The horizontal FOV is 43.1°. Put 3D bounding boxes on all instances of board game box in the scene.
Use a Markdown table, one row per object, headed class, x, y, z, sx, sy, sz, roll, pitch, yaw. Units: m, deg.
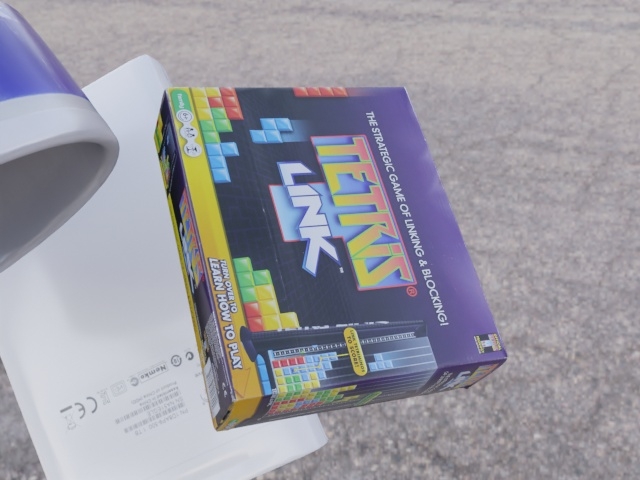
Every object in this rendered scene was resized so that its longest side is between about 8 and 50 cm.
| class | x | y | z | sx | sy | sz | roll | pitch | yaw |
| --- | --- | --- | --- | --- | --- | --- | --- | --- | --- |
| board game box | 0.000 | 0.000 | 0.416 | 0.141 | 0.048 | 0.170 | -6 | 63 | -22 |

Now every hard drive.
| class | x | y | z | sx | sy | sz | roll | pitch | yaw |
| --- | --- | --- | --- | --- | --- | --- | --- | --- | --- |
| hard drive | -0.170 | 0.053 | 0.690 | 0.233 | 0.353 | 0.047 | -27 | -9 | 12 |

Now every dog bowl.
| class | x | y | z | sx | sy | sz | roll | pitch | yaw |
| --- | --- | --- | --- | --- | --- | --- | --- | --- | --- |
| dog bowl | -0.262 | -0.026 | 0.496 | 0.265 | 0.104 | 0.265 | -36 | 0 | 0 |
